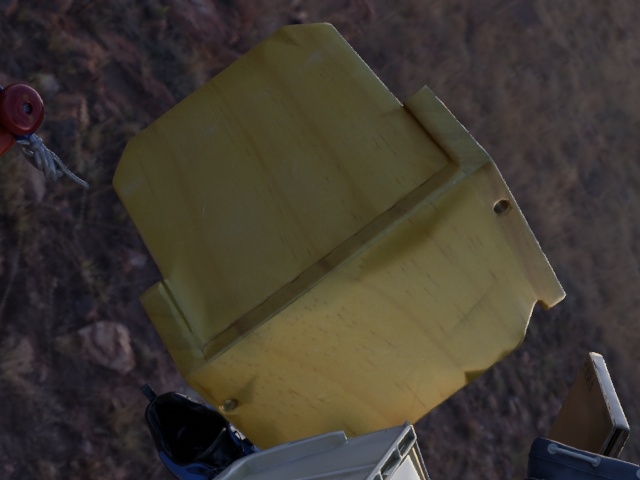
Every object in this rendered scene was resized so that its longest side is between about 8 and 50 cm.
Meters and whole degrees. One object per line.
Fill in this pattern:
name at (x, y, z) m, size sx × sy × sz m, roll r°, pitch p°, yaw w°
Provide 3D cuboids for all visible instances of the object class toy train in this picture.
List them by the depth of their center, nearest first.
toy train at (-0.291, -0.061, 0.785) m, size 0.248 × 0.105 × 0.143 m, roll 50°, pitch 50°, yaw -43°

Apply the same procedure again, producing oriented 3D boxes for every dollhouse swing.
dollhouse swing at (0.000, 0.000, 1.043) m, size 0.315 × 0.347 × 0.305 m, roll 52°, pitch 1°, yaw -39°

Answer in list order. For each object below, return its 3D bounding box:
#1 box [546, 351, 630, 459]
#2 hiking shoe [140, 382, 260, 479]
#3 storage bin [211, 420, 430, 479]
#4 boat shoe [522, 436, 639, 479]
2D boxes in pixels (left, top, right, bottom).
box at (0.305, 0.242, 1.144) m, size 0.021 × 0.164 × 0.201 m, roll 21°, pitch 19°, yaw 1°
hiking shoe at (-0.085, 0.270, 1.047) m, size 0.113 × 0.304 × 0.132 m, roll -52°, pitch 143°, yaw -20°
storage bin at (0.009, 0.251, 0.472) m, size 0.262 × 0.123 × 0.260 m, roll 70°, pitch 20°, yaw -1°
boat shoe at (0.296, 0.212, 0.799) m, size 0.095 × 0.254 × 0.079 m, roll 45°, pitch 52°, yaw -57°
